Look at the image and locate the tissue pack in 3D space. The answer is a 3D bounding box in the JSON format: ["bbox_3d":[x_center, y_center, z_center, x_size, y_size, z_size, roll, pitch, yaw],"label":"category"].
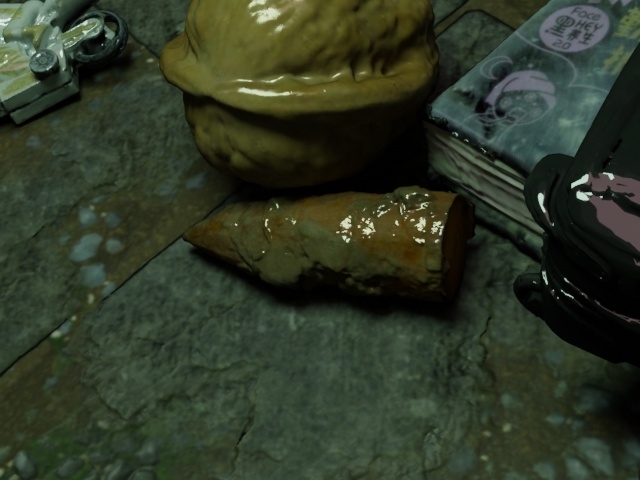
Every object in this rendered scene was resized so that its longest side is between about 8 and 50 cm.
[{"bbox_3d":[0.294,-0.128,1.427,0.259,0.122,0.361,34,63,31],"label":"tissue pack"}]

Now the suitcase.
[{"bbox_3d":[0.351,-0.035,1.185,0.339,0.188,0.345,27,60,17],"label":"suitcase"}]

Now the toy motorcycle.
[{"bbox_3d":[-0.303,-0.182,1.634,0.229,0.074,0.151,-33,57,-3],"label":"toy motorcycle"}]

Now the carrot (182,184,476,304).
[{"bbox_3d":[0.000,0.000,1.415,0.263,0.102,0.102,3,52,23],"label":"carrot"}]

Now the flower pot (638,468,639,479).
[{"bbox_3d":[0.356,0.209,1.156,0.251,0.084,0.178,-8,49,4],"label":"flower pot"}]

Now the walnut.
[{"bbox_3d":[-0.020,-0.157,1.431,0.257,0.224,0.257,3,23,-1],"label":"walnut"}]
